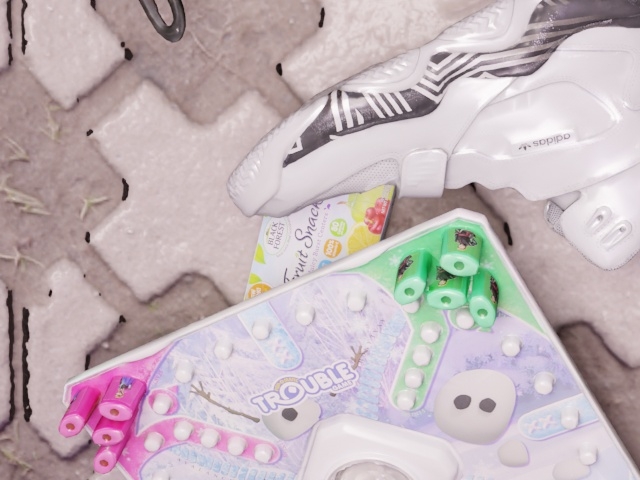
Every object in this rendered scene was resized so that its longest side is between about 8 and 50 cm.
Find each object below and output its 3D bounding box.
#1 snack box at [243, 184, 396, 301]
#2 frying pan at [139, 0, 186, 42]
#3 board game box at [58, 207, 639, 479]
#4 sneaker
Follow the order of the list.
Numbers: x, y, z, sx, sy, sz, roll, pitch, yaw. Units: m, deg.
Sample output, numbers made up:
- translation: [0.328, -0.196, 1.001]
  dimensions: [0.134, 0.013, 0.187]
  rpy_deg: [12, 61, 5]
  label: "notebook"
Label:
- translation: [0.000, 0.000, 1.048]
  dimensions: [0.100, 0.037, 0.141]
  rpy_deg: [16, 106, 8]
  label: "snack box"
- translation: [-0.146, -0.306, 0.937]
  dimensions: [0.326, 0.053, 0.197]
  rpy_deg: [41, 102, 25]
  label: "frying pan"
- translation: [0.043, 0.206, 1.014]
  dimensions: [0.390, 0.050, 0.390]
  rpy_deg: [-24, 115, 23]
  label: "board game box"
- translation: [0.123, -0.057, 0.939]
  dimensions: [0.365, 0.137, 0.210]
  rpy_deg: [-27, 97, 7]
  label: "sneaker"
